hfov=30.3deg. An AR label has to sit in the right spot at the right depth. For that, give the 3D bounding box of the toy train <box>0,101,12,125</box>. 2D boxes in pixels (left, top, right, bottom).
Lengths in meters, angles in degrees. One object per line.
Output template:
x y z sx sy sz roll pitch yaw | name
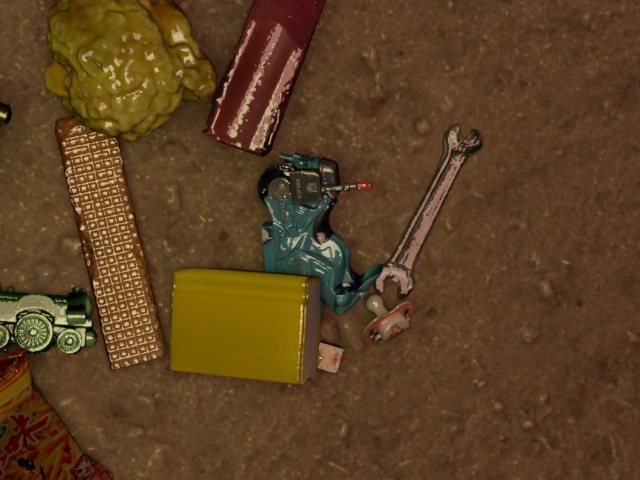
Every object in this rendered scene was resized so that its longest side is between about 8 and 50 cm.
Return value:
-0.533 -0.174 1.571 0.225 0.090 0.137 21 81 -12 | toy train

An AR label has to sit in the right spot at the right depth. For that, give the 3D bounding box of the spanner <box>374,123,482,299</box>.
0.167 -0.046 1.856 0.071 0.017 0.302 26 88 -9 | spanner

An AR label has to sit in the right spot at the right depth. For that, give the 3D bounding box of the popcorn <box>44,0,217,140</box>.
-0.263 -0.253 1.669 0.251 0.237 0.206 13 114 0 | popcorn

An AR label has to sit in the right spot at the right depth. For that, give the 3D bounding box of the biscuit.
-0.311 -0.003 1.756 0.094 0.054 0.379 -14 93 -10 | biscuit

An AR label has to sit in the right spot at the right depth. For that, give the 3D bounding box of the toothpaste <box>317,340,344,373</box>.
-0.053 0.161 1.814 0.178 0.037 0.043 17 90 -10 | toothpaste

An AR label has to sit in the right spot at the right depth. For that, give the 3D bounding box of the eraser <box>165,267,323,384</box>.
-0.109 0.122 1.736 0.226 0.069 0.158 4 90 18 | eraser

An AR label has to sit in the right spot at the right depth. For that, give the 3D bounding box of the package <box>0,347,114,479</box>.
-0.446 0.320 1.691 0.223 0.108 0.288 -42 112 -28 | package

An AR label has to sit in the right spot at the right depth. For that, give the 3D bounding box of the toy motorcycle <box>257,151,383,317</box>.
0.000 0.000 1.771 0.182 0.123 0.272 -3 104 9 | toy motorcycle

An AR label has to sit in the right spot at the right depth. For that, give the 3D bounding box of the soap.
-0.073 -0.269 1.729 0.112 0.182 0.289 22 93 -8 | soap

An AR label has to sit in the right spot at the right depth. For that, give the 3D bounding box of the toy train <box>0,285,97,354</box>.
-0.417 0.117 1.737 0.178 0.071 0.105 4 80 -8 | toy train

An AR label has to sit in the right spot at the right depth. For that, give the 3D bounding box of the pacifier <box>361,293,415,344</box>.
0.097 0.118 1.831 0.099 0.081 0.078 -29 64 -16 | pacifier
